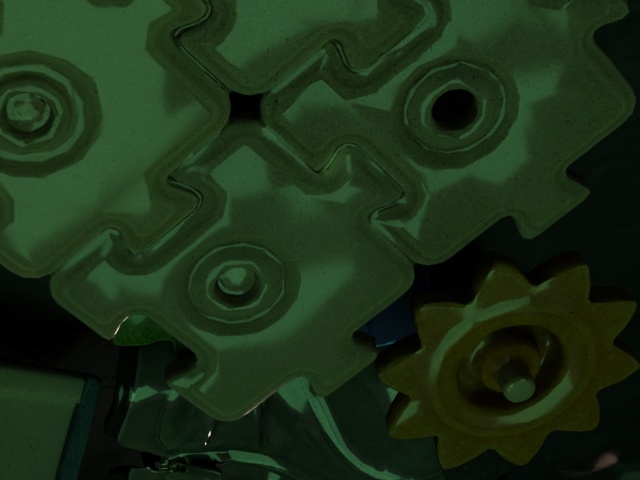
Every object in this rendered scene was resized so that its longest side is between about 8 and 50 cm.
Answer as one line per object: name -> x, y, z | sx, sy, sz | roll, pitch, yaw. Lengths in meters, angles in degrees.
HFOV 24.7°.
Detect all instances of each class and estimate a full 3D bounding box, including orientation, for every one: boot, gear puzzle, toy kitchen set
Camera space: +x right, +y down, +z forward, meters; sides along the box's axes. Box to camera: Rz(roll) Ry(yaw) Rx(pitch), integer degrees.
boot -> 0.001, 0.105, 0.626 | 0.161, 0.083, 0.246 | -6, 136, 4
gear puzzle -> -0.014, -0.043, 0.397 | 0.175, 0.044, 0.339 | -39, 123, 15
toy kitchen set -> -0.172, 0.128, 0.609 | 0.122, 0.166, 0.207 | 24, 165, -41

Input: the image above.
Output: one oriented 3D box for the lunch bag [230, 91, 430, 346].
lunch bag -> 0.000, 0.000, 0.492 | 0.067, 0.065, 0.098 | -13, 141, 2
